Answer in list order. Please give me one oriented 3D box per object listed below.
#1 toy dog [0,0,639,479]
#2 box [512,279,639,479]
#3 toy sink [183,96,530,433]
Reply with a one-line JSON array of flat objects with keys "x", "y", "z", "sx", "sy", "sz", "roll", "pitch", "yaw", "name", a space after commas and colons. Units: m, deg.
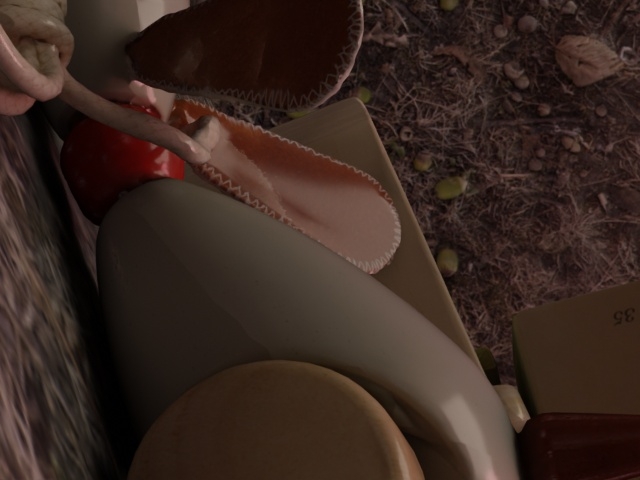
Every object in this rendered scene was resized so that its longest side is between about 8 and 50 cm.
[{"x": 0.000, "y": 0.000, "z": 0.481, "sx": 0.220, "sy": 0.161, "sz": 0.334, "roll": 70, "pitch": -2, "yaw": -83, "name": "toy dog"}, {"x": 0.184, "y": 0.171, "z": 0.571, "sx": 0.121, "sy": 0.148, "sz": 0.311, "roll": 67, "pitch": 8, "yaw": -66, "name": "box"}, {"x": 0.017, "y": 0.083, "z": 0.635, "sx": 0.153, "sy": 0.131, "sz": 0.234, "roll": 67, "pitch": 1, "yaw": -59, "name": "toy sink"}]
